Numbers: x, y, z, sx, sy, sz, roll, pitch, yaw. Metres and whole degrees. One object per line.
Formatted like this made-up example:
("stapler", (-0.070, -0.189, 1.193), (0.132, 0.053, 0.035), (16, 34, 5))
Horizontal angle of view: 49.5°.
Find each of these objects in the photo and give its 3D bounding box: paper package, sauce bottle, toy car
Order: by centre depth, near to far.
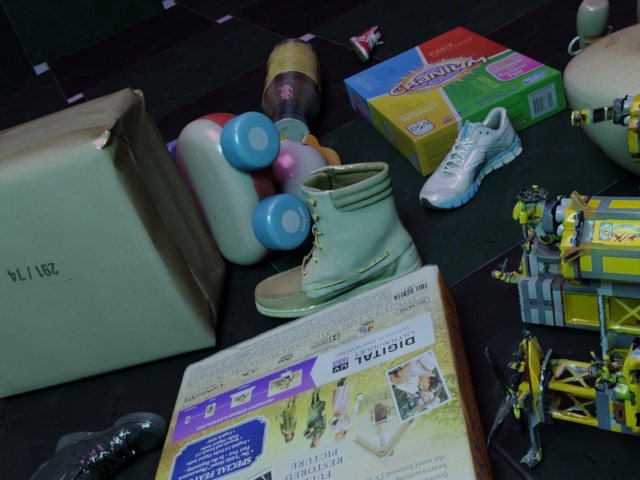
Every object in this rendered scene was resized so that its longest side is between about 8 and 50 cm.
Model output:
("paper package", (-0.318, 0.014, 0.862), (0.325, 0.309, 0.168), (-15, 32, 11))
("toy car", (-0.068, -0.098, 0.991), (0.238, 0.210, 0.219), (-30, 15, -38))
("sauce bottle", (-0.053, -0.270, 1.286), (0.112, 0.111, 0.344), (-16, 32, 10))

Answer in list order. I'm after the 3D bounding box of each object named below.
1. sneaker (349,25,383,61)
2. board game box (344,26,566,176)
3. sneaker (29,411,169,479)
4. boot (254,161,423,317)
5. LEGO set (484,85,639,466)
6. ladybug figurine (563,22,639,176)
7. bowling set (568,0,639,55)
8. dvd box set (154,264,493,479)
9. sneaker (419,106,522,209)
("sneaker", (0.104, -0.415, 1.459), (0.067, 0.042, 0.118), (-24, 31, 4))
("board game box", (0.202, -0.239, 1.132), (0.242, 0.064, 0.316), (-26, 33, -5))
("sneaker", (-0.242, 0.243, 0.733), (0.170, 0.051, 0.089), (-18, 33, 16))
("boot", (0.000, 0.000, 0.822), (0.213, 0.165, 0.077), (-16, 34, 11))
("LEGO set", (0.222, 0.011, 0.606), (0.192, 0.254, 0.331), (4, 38, 35))
("ladybug figurine", (0.490, -0.147, 0.722), (0.450, 0.161, 0.305), (5, 33, 33))
("bowling set", (0.508, -0.274, 0.962), (0.287, 0.154, 0.199), (-24, 52, -4))
("dvd box set", (-0.011, 0.213, 0.563), (0.308, 0.062, 0.420), (-25, 29, 16))
("sneaker", (0.197, -0.117, 0.947), (0.191, 0.083, 0.071), (-42, 39, -24))
